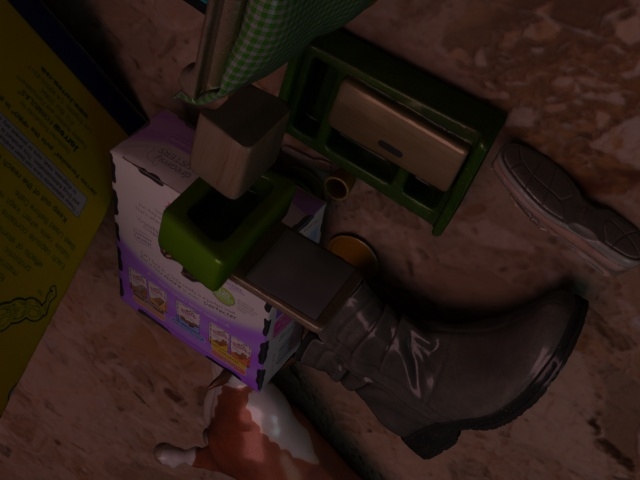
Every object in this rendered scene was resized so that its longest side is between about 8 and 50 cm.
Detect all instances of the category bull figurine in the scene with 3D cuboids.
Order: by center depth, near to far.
[{"bbox_3d":[-0.048,0.221,0.981,0.188,0.101,0.310,-26,105,47],"label":"bull figurine"}]

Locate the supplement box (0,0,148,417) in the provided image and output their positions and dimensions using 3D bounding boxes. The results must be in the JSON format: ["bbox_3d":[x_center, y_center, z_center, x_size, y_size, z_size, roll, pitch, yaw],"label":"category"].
[{"bbox_3d":[-0.321,-0.007,0.764,0.194,0.356,0.195,1,146,33],"label":"supplement box"}]

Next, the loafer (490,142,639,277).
[{"bbox_3d":[0.166,-0.016,0.692,0.125,0.045,0.039,37,143,-1],"label":"loafer"}]

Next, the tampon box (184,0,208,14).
[{"bbox_3d":[-0.052,-0.238,0.613,0.120,0.101,0.161,35,135,4],"label":"tampon box"}]

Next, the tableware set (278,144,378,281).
[{"bbox_3d":[0.000,0.000,0.826,0.104,0.024,0.154,24,133,15],"label":"tableware set"}]

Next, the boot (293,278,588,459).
[{"bbox_3d":[0.079,0.080,0.787,0.161,0.083,0.246,37,138,-5],"label":"boot"}]

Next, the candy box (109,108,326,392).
[{"bbox_3d":[-0.089,0.012,0.835,0.165,0.070,0.196,32,143,17],"label":"candy box"}]

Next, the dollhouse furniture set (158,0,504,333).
[{"bbox_3d":[0.031,-0.100,0.590,0.151,0.197,0.301,32,139,10],"label":"dollhouse furniture set"}]
